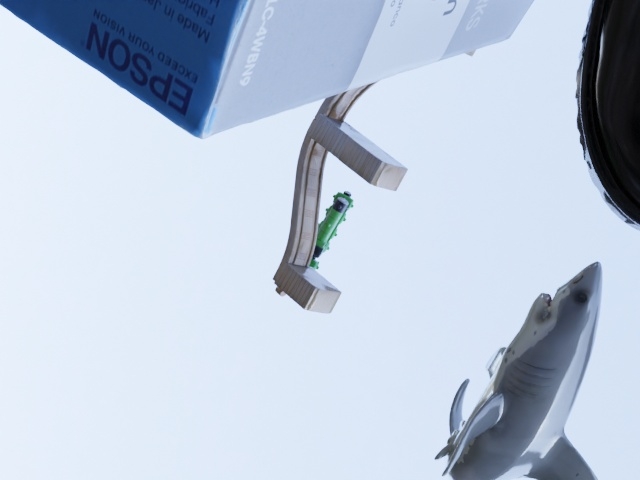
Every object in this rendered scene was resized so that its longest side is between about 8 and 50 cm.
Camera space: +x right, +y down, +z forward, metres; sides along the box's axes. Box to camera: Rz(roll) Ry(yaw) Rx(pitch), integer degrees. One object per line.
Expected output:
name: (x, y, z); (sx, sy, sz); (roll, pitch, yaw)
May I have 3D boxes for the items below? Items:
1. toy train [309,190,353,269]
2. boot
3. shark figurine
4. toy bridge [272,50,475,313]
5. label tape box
toy train: (0.000, 0.000, 1.263); (0.083, 0.017, 0.024); (-61, 176, 15)
boot: (0.276, -0.180, 1.224); (0.260, 0.131, 0.347); (160, -70, -84)
shark figurine: (0.145, 0.151, 1.216); (0.166, 0.116, 0.278); (-58, 175, -30)
toy bridge: (0.020, -0.049, 0.947); (0.063, 0.026, 0.188); (40, -72, 37)
label tape box: (-0.023, -0.179, 0.768); (0.249, 0.348, 0.115); (33, -61, 23)
